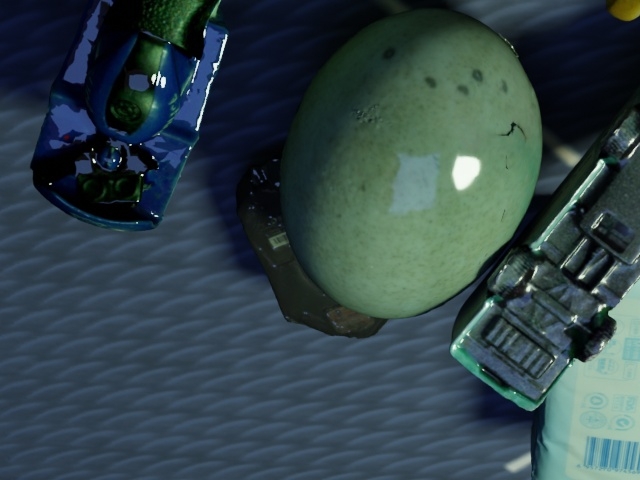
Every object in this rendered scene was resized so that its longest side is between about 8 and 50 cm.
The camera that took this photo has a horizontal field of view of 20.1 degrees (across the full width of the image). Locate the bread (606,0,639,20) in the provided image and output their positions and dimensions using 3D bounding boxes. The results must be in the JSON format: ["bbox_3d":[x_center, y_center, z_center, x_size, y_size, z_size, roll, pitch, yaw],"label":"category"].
[{"bbox_3d":[0.230,-0.204,1.072,0.213,0.104,0.213,7,138,6],"label":"bread"}]

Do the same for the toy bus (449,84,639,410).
[{"bbox_3d":[0.191,-0.012,1.200,0.091,0.109,0.261,38,104,-4],"label":"toy bus"}]

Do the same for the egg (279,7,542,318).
[{"bbox_3d":[0.060,-0.050,1.209,0.169,0.169,0.236,16,137,-6],"label":"egg"}]

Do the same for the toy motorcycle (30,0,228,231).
[{"bbox_3d":[-0.105,-0.130,1.138,0.125,0.196,0.331,19,137,-9],"label":"toy motorcycle"}]

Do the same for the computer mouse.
[{"bbox_3d":[0.000,0.000,1.356,0.099,0.057,0.172,-19,118,29],"label":"computer mouse"}]

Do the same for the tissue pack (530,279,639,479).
[{"bbox_3d":[0.256,0.089,1.377,0.177,0.089,0.263,3,133,5],"label":"tissue pack"}]
